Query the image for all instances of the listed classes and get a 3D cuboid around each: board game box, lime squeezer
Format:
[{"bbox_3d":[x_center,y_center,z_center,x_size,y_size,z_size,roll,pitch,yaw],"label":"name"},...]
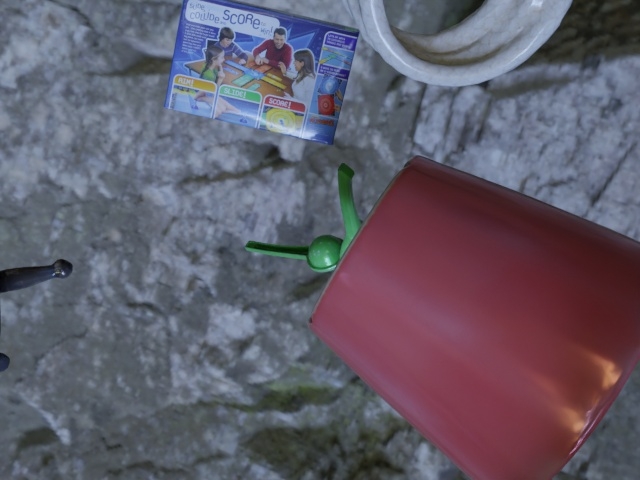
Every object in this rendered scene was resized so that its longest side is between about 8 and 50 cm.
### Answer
[{"bbox_3d":[-0.068,-0.198,0.999,0.035,0.201,0.136,-91,-165,-71],"label":"board game box"},{"bbox_3d":[0.000,0.000,1.085,0.310,0.110,0.059,-33,-141,61],"label":"lime squeezer"}]

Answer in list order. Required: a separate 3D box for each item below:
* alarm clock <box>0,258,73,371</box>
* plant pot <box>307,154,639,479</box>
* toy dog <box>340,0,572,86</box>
[{"bbox_3d":[-0.199,0.019,0.301,0.129,0.192,0.064,-65,-156,-2],"label":"alarm clock"},{"bbox_3d":[0.138,0.065,0.806,0.275,0.243,0.275,-57,174,-9],"label":"plant pot"},{"bbox_3d":[0.115,-0.220,0.274,0.161,0.220,0.333,-71,161,-55],"label":"toy dog"}]
